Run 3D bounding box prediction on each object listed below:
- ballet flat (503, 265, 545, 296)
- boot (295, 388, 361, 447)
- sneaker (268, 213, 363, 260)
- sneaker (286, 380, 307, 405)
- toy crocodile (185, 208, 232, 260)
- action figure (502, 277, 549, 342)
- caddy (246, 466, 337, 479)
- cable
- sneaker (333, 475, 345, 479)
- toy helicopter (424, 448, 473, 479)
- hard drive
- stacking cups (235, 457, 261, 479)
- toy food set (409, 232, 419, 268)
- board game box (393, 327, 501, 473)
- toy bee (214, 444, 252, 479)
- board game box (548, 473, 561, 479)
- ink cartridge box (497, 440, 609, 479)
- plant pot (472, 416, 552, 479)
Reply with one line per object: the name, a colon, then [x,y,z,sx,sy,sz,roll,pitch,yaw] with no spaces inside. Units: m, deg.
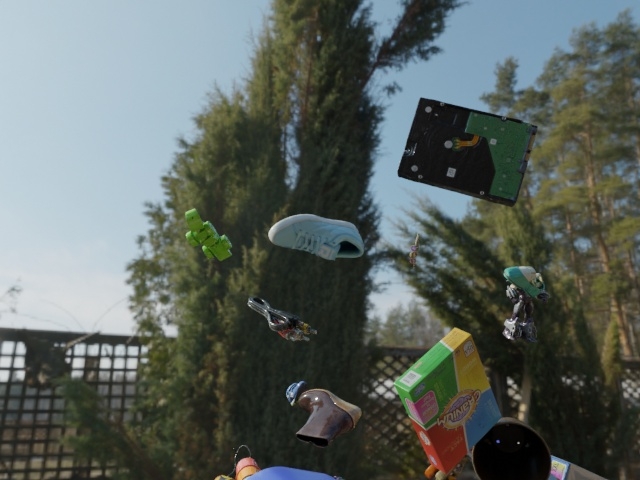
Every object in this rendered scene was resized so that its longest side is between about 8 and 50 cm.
ballet flat: [0.723,0.132,2.010,0.087,0.083,0.247,-40,-39,20]
boot: [-0.016,0.556,1.802,0.248,0.090,0.207,4,14,37]
sneaker: [0.000,0.000,2.062,0.365,0.150,0.135,0,-53,-25]
sneaker: [-0.089,0.531,2.025,0.053,0.059,0.144,-19,-30,-35]
toy crocodile: [-0.475,-0.013,2.434,0.115,0.105,0.340,-31,-33,4]
action figure: [0.790,0.243,2.210,0.185,0.285,0.099,3,8,-12]
caddy: [-0.029,0.610,1.162,0.341,0.241,0.179,22,-8,-30]
cable: [-0.154,0.254,1.825,0.287,0.072,0.139,15,13,40]
sneaker: [0.101,0.896,2.087,0.223,0.098,0.083,13,-62,-32]
toy helicopter: [0.570,0.904,2.363,0.235,0.140,0.355,-31,-36,-19]
hard drive: [0.411,-0.251,1.618,0.338,0.237,0.064,16,-4,13]
stacking cups: [-0.165,0.653,1.474,0.096,0.096,0.316,3,3,-11]
toy food set: [0.314,0.037,1.922,0.019,0.122,0.078,6,-56,15]
board game box: [0.352,0.433,1.548,0.242,0.317,0.064,-36,27,-21]
toy bee: [-0.349,0.895,2.017,0.195,0.298,0.162,-19,-20,24]
board game box: [0.656,0.864,1.822,0.142,0.144,0.275,-35,-27,-48]
ink cartridge box: [0.806,0.848,2.078,0.270,0.151,0.395,29,-12,-23]
plant pot: [0.572,0.624,1.732,0.215,0.215,0.230,-5,-2,16]
